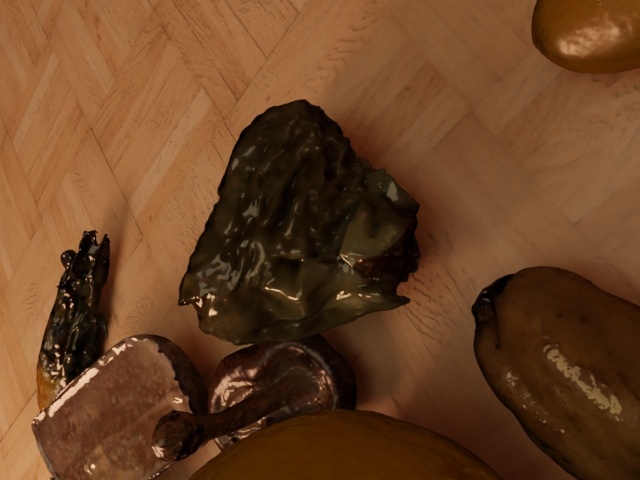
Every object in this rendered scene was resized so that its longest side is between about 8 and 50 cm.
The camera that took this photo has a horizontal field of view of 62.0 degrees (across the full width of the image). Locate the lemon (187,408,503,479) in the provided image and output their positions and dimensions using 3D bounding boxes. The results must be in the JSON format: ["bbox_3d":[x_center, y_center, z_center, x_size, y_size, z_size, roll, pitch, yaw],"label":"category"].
[{"bbox_3d":[0.011,0.300,0.390,0.350,0.387,0.349,-14,62,27],"label":"lemon"}]

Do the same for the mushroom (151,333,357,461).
[{"bbox_3d":[-0.099,0.186,0.566,0.227,0.217,0.148,-43,66,31],"label":"mushroom"}]

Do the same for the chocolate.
[{"bbox_3d":[-0.275,0.260,0.761,0.303,0.100,0.185,-38,80,19],"label":"chocolate"}]

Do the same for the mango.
[{"bbox_3d":[0.239,-0.198,0.370,0.195,0.098,0.137,-32,74,42],"label":"mango"}]

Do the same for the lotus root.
[{"bbox_3d":[0.207,0.110,0.388,0.221,0.118,0.125,45,149,26],"label":"lotus root"}]

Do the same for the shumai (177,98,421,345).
[{"bbox_3d":[-0.002,-0.001,0.540,0.218,0.189,0.255,18,87,19],"label":"shumai"}]

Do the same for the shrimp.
[{"bbox_3d":[-0.377,0.201,0.880,0.272,0.085,0.445,19,105,31],"label":"shrimp"}]
